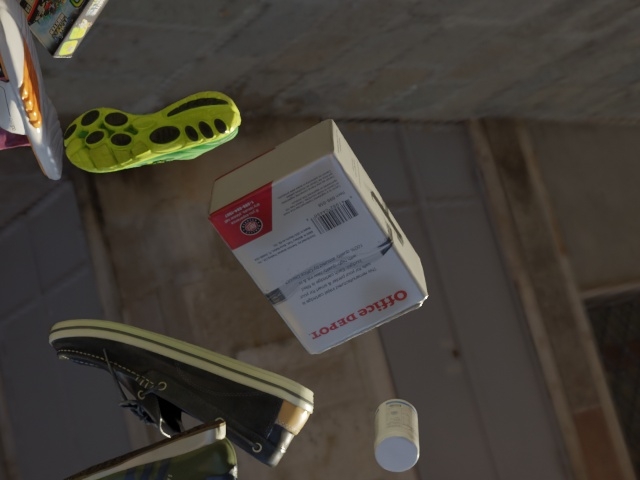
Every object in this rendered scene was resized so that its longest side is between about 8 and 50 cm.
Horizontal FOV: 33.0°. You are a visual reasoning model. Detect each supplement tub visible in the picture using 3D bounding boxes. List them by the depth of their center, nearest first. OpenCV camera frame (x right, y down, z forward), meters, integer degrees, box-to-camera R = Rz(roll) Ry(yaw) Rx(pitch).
[{"bbox_3d":[0.119,0.304,1.693,0.071,0.071,0.107,-17,-157,12],"label":"supplement tub"}]

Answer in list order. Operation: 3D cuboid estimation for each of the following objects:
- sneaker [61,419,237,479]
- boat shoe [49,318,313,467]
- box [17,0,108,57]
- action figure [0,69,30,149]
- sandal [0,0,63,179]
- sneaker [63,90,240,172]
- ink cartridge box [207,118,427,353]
[{"bbox_3d":[-0.177,0.261,1.137,0.192,0.086,0.064,-21,179,1],"label":"sneaker"},{"bbox_3d":[-0.257,0.250,1.826,0.500,0.156,0.187,16,168,19],"label":"boat shoe"},{"bbox_3d":[-0.310,-0.347,1.376,0.207,0.114,0.036,-48,163,27],"label":"box"},{"bbox_3d":[-0.662,-0.209,1.867,0.370,0.248,0.276,-22,159,-9],"label":"action figure"},{"bbox_3d":[-0.348,-0.155,1.206,0.076,0.102,0.265,-6,143,-3],"label":"sandal"},{"bbox_3d":[-0.269,-0.161,1.744,0.295,0.110,0.123,-8,166,8],"label":"sneaker"},{"bbox_3d":[0.000,0.000,1.512,0.197,0.273,0.114,-26,-153,15],"label":"ink cartridge box"}]
